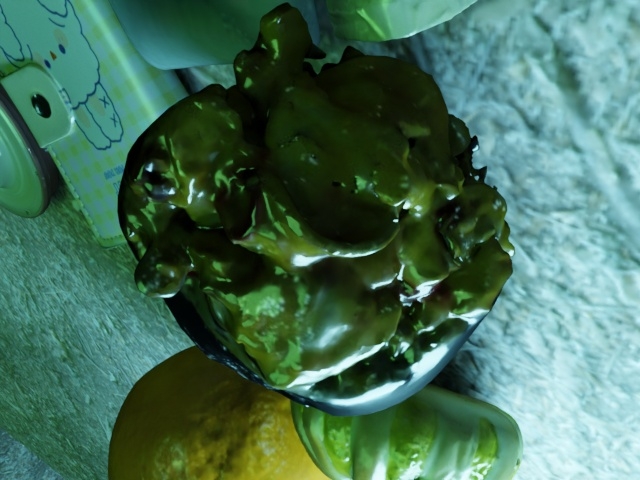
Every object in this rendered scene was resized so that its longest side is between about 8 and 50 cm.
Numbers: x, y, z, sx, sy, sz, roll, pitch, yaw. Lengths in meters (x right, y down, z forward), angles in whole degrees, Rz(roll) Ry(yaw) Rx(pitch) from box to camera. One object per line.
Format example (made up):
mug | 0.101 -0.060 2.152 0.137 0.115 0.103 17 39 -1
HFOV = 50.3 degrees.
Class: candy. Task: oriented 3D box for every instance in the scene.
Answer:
candy | -0.085 -0.184 0.461 0.174 0.071 0.138 10 134 39

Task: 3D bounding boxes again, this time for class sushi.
sushi | 0.003 -0.007 0.406 0.213 0.200 0.204 28 169 2

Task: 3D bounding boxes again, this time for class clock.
clock | -0.432 -0.133 0.868 0.244 0.056 0.244 27 141 24

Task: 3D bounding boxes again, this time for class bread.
bread | 0.065 0.163 0.564 0.213 0.105 0.213 19 175 2

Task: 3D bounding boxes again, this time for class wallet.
wallet | -0.214 -0.147 0.622 0.223 0.077 0.310 -9 117 46

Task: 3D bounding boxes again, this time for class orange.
orange | -0.092 0.227 0.721 0.261 0.261 0.261 26 140 24

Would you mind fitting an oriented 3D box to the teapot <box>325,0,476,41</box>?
teapot | 0.012 -0.211 0.344 0.107 0.077 0.200 31 147 51
